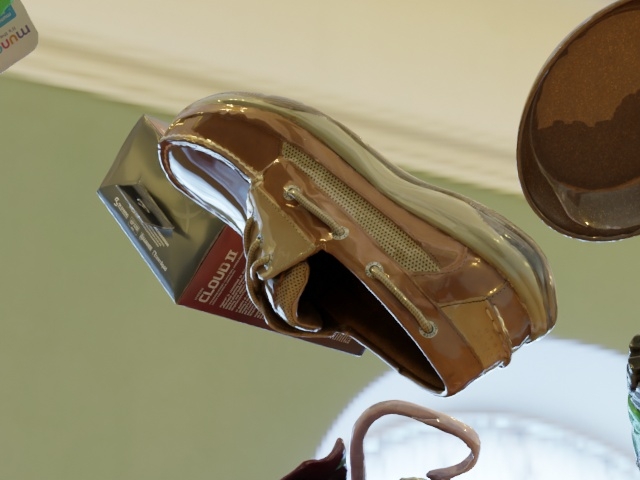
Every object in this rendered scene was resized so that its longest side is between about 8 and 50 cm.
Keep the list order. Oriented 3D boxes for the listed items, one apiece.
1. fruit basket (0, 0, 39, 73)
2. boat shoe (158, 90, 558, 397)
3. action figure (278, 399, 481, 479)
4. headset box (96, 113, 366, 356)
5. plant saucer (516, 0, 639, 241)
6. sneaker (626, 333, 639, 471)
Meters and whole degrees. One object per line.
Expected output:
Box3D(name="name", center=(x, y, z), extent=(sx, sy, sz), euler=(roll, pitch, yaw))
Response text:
Box3D(name="fruit basket", center=(-0.389, -0.153, 1.122), extent=(0.353, 0.165, 0.327), euler=(-34, -52, -8))
Box3D(name="boat shoe", center=(0.000, 0.000, 1.182), extent=(0.324, 0.116, 0.123), euler=(27, -30, 36))
Box3D(name="action figure", center=(-0.014, 0.337, 1.866), extent=(0.248, 0.276, 0.370), euler=(25, -33, 6))
Box3D(name="headset box", center=(-0.082, -0.008, 1.886), extent=(0.293, 0.218, 0.110), euler=(18, -69, -41))
Box3D(name="plant saucer", center=(0.217, -0.093, 1.256), extent=(0.198, 0.036, 0.199), euler=(-13, -54, -19))
Box3D(name="sneaker", center=(0.374, 0.105, 1.306), extent=(0.343, 0.134, 0.146), euler=(-12, -58, -15))
